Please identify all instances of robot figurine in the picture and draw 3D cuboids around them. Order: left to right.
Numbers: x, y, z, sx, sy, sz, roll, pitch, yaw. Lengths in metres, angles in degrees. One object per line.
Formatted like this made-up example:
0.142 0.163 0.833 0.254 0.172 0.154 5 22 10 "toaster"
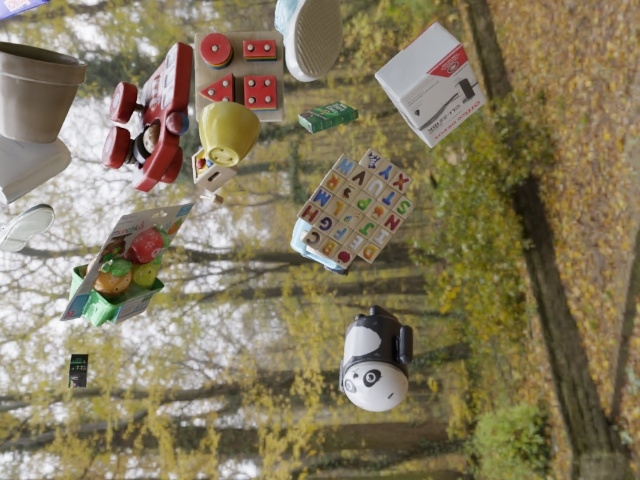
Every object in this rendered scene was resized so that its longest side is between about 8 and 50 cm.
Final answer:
0.144 0.306 1.698 0.209 0.173 0.278 95 -179 -46 "robot figurine"

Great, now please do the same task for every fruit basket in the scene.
-0.486 0.057 1.701 0.165 0.353 0.327 45 -159 9 "fruit basket"

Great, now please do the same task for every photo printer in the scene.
-1.046 -0.286 2.254 0.307 0.256 0.107 -44 -19 -36 "photo printer"

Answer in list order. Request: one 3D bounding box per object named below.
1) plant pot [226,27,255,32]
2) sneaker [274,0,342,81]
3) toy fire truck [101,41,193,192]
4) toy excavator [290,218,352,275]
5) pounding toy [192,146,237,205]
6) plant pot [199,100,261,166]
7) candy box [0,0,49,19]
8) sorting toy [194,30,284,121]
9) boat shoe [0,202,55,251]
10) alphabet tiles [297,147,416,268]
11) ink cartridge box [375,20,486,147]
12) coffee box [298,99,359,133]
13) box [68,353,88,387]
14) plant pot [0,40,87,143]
-0.265 -0.640 2.204 0.096 0.109 0.109 61 150 18 "plant pot"
-0.040 -0.489 1.490 0.135 0.150 0.366 29 -126 -31 "sneaker"
-0.375 -0.279 1.504 0.254 0.169 0.302 -30 53 49 "toy fire truck"
0.000 0.000 2.499 0.445 0.433 0.222 14 -81 -50 "toy excavator"
-0.371 -0.212 2.161 0.094 0.181 0.206 29 -144 -42 "pounding toy"
-0.199 -0.214 1.382 0.134 0.134 0.095 74 -162 -57 "plant pot"
-0.872 -0.802 1.795 0.122 0.268 0.317 -51 -50 -40 "candy box"
-0.236 -0.474 1.860 0.089 0.255 0.257 -78 -13 -89 "sorting toy"
-1.024 -0.065 2.249 0.116 0.319 0.099 16 -126 -45 "boat shoe"
0.110 -0.089 1.922 0.342 0.285 0.011 -53 22 11 "alphabet tiles"
0.287 -0.386 1.653 0.114 0.197 0.273 55 -170 30 "ink cartridge box"
0.028 -0.433 2.259 0.113 0.184 0.040 47 153 51 "coffee box"
-0.709 0.382 1.904 0.083 0.052 0.062 -113 31 -54 "box"
-0.957 -0.483 2.151 0.323 0.323 0.280 -70 -3 -71 "plant pot"
